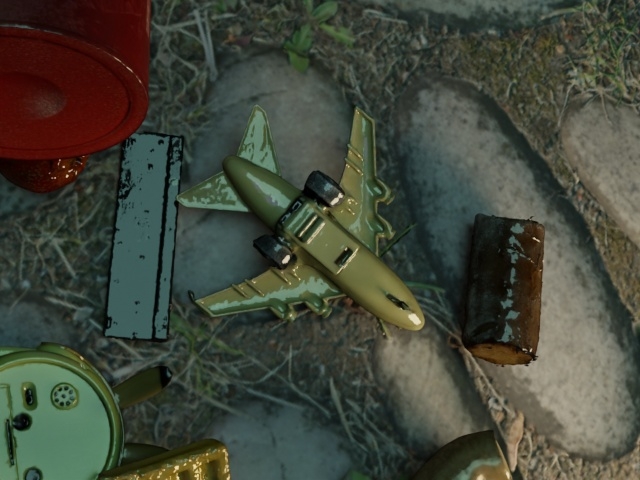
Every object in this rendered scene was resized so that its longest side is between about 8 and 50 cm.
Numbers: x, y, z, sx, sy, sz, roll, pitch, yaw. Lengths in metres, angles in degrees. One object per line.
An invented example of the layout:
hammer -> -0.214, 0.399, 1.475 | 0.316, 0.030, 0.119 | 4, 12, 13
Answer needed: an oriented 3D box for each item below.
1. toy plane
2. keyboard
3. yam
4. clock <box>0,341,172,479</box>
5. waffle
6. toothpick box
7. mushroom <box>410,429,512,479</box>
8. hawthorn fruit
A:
toy plane -> 0.000, 0.000, 1.200 | 0.256, 0.104, 0.242 | 40, 84, -2
keyboard -> -0.160, -0.005, 1.183 | 0.060, 0.018, 0.195 | 7, 77, -11
yam -> 0.180, 0.047, 1.262 | 0.079, 0.079, 0.141 | 13, 74, -17
clock -> -0.236, 0.166, 1.092 | 0.232, 0.069, 0.170 | -6, 82, -21
waffle -> -0.122, 0.273, 1.101 | 0.125, 0.032, 0.191 | -14, 104, -33
toothpick box -> -0.236, -0.258, 1.058 | 0.204, 0.204, 0.333 | 8, 63, -18
mushroom -> 0.139, 0.325, 1.163 | 0.151, 0.156, 0.286 | -15, 73, -10
hawthorn fruit -> -0.250, -0.086, 1.136 | 0.093, 0.093, 0.093 | 4, 78, -19
